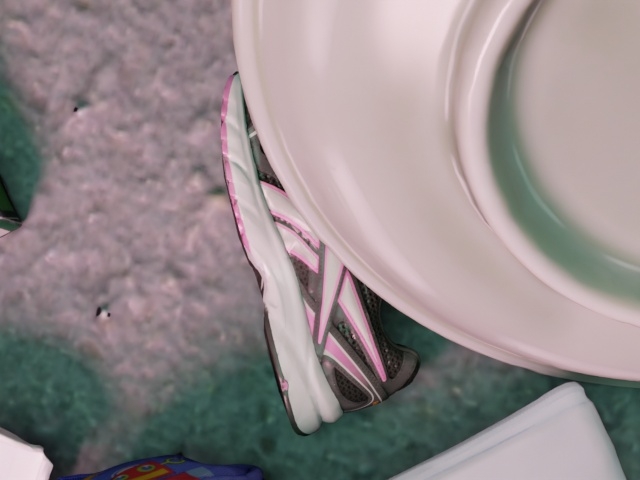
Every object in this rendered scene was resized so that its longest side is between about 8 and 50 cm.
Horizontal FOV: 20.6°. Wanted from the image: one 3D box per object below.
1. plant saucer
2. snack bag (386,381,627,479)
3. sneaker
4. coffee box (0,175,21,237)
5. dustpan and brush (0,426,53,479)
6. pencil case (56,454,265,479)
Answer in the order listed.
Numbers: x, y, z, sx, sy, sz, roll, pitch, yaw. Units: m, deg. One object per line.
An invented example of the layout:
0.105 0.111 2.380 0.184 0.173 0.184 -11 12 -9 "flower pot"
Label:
0.160 -0.073 0.707 0.400 0.100 0.400 1 124 2 "plant saucer"
0.059 0.267 0.774 0.323 0.037 0.342 -24 92 -15 "snack bag"
0.000 0.000 0.861 0.077 0.072 0.178 -15 93 -5 "sneaker"
-0.258 -0.016 0.903 0.184 0.040 0.113 -26 84 6 "coffee box"
-0.252 0.125 0.878 0.211 0.060 0.147 26 107 19 "dustpan and brush"
-0.082 0.254 0.827 0.133 0.119 0.306 -3 87 33 "pencil case"
